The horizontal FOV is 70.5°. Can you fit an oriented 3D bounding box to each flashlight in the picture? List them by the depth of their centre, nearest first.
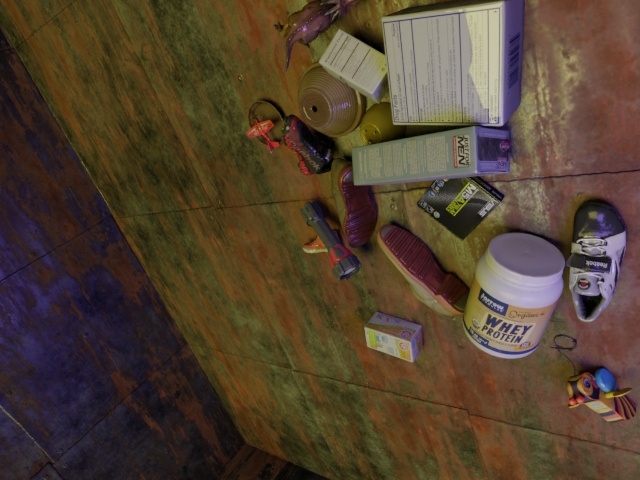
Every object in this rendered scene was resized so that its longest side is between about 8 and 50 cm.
[{"bbox_3d":[0.031,-0.001,1.647,0.103,0.103,0.304,-50,61,33],"label":"flashlight"}]

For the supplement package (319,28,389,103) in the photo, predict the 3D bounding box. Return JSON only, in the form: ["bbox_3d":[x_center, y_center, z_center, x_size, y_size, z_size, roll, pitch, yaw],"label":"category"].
[{"bbox_3d":[0.106,-0.474,1.240,0.179,0.105,0.105,36,102,13],"label":"supplement package"}]

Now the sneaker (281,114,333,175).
[{"bbox_3d":[-0.032,-0.307,1.473,0.135,0.097,0.276,9,156,24],"label":"sneaker"}]

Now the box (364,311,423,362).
[{"bbox_3d":[0.289,0.376,1.779,0.203,0.103,0.114,13,129,33],"label":"box"}]

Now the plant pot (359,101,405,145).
[{"bbox_3d":[0.168,-0.328,1.337,0.134,0.095,0.134,23,133,27],"label":"plant pot"}]

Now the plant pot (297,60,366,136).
[{"bbox_3d":[0.012,-0.419,1.388,0.238,0.110,0.237,22,133,25],"label":"plant pot"}]

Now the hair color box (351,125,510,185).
[{"bbox_3d":[0.285,-0.217,1.216,0.375,0.186,0.113,2,98,45],"label":"hair color box"}]

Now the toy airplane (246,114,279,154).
[{"bbox_3d":[-0.197,-0.378,1.614,0.151,0.028,0.151,24,135,26],"label":"toy airplane"}]

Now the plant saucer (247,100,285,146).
[{"bbox_3d":[-0.187,-0.419,1.617,0.169,0.029,0.168,22,134,25],"label":"plant saucer"}]

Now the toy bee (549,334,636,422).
[{"bbox_3d":[0.804,0.460,1.368,0.298,0.162,0.195,31,138,18],"label":"toy bee"}]

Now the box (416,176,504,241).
[{"bbox_3d":[0.406,-0.117,1.339,0.184,0.045,0.190,43,139,10],"label":"box"}]

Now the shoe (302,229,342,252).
[{"bbox_3d":[0.000,0.000,1.765,0.178,0.063,0.081,-1,119,34],"label":"shoe"}]

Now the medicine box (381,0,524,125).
[{"bbox_3d":[0.316,-0.427,1.094,0.290,0.149,0.263,11,128,35],"label":"medicine box"}]

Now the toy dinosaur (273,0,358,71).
[{"bbox_3d":[-0.016,-0.589,1.198,0.127,0.295,0.200,40,-174,-29],"label":"toy dinosaur"}]

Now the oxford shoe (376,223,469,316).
[{"bbox_3d":[0.320,0.117,1.529,0.397,0.140,0.146,47,146,3],"label":"oxford shoe"}]

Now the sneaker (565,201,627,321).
[{"bbox_3d":[0.703,0.066,1.160,0.123,0.146,0.330,5,123,40],"label":"sneaker"}]

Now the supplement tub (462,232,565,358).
[{"bbox_3d":[0.547,0.158,1.297,0.229,0.228,0.316,21,133,27],"label":"supplement tub"}]

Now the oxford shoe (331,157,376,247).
[{"bbox_3d":[0.107,-0.129,1.560,0.130,0.123,0.348,52,157,46],"label":"oxford shoe"}]
